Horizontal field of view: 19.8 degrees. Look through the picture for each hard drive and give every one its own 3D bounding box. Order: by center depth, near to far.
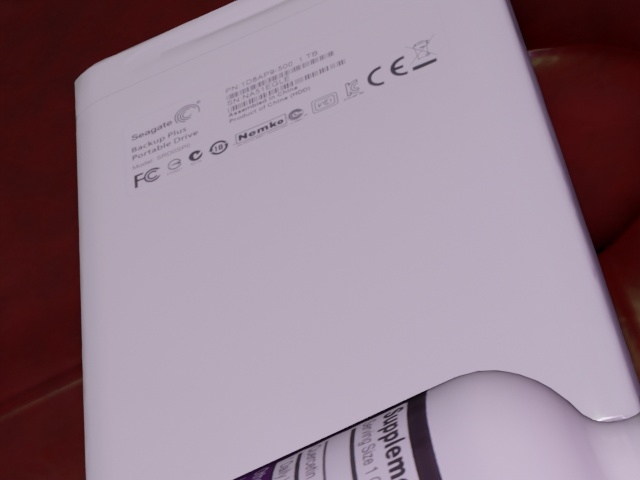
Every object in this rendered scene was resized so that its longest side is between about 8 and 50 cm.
[{"bbox_3d":[0.000,0.000,0.841,0.233,0.047,0.353,-22,41,11],"label":"hard drive"}]

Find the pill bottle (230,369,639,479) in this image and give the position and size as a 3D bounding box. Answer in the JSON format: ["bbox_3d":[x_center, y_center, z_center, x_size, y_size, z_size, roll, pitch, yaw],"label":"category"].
[{"bbox_3d":[0.008,0.158,0.580,0.323,0.181,0.181,-25,41,7],"label":"pill bottle"}]
